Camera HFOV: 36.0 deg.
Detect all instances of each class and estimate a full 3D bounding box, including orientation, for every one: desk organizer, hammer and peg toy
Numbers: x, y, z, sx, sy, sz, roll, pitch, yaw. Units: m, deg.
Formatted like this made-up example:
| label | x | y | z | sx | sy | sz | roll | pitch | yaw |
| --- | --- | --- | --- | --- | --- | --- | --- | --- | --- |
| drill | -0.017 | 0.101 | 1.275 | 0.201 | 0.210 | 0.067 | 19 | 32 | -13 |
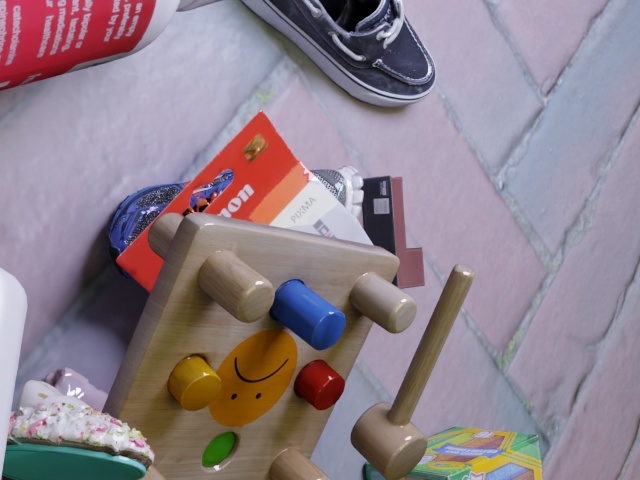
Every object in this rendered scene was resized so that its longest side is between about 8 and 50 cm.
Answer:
| label | x | y | z | sx | sy | sz | roll | pitch | yaw |
| --- | --- | --- | --- | --- | --- | --- | --- | --- | --- |
| desk organizer | 0.084 | -0.009 | 1.132 | 0.050 | 0.047 | 0.130 | -4 | 91 | -44 |
| hammer and peg toy | -0.026 | 0.108 | 0.867 | 0.361 | 0.127 | 0.266 | 9 | 109 | -49 |

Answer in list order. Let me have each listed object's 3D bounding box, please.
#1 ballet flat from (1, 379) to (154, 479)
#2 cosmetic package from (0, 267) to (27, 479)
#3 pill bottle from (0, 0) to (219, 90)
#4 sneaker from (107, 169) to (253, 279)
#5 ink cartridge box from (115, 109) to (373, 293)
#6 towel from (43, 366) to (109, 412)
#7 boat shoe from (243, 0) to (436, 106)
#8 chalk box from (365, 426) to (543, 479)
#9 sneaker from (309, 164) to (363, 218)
| label | x | y | z | sx | sy | sz | roll | pitch | yaw |
| --- | --- | --- | --- | --- | --- | --- | --- | --- | --- |
| ballet flat | -0.234 | 0.143 | 0.726 | 0.091 | 0.241 | 0.077 | 61 | 25 | -53 |
| cosmetic package | -0.379 | 0.181 | 0.432 | 0.329 | 0.327 | 0.394 | 30 | 50 | -45 |
| pill bottle | -0.248 | -0.226 | 0.722 | 0.407 | 0.229 | 0.229 | -25 | 104 | -40 |
| sneaker | -0.105 | -0.027 | 0.934 | 0.221 | 0.087 | 0.083 | -30 | 107 | -39 |
| ink cartridge box | -0.053 | 0.022 | 0.913 | 0.189 | 0.066 | 0.232 | -47 | 146 | -8 |
| towel | -0.180 | 0.327 | 0.838 | 0.332 | 0.053 | 0.317 | 50 | 47 | -29 |
| boat shoe | 0.041 | -0.242 | 1.068 | 0.301 | 0.102 | 0.108 | 33 | 67 | -36 |
| chalk box | 0.139 | 0.301 | 1.106 | 0.213 | 0.132 | 0.132 | -9 | 94 | -43 |
| sneaker | 0.000 | 0.000 | 1.057 | 0.076 | 0.065 | 0.167 | 4 | 81 | -25 |
